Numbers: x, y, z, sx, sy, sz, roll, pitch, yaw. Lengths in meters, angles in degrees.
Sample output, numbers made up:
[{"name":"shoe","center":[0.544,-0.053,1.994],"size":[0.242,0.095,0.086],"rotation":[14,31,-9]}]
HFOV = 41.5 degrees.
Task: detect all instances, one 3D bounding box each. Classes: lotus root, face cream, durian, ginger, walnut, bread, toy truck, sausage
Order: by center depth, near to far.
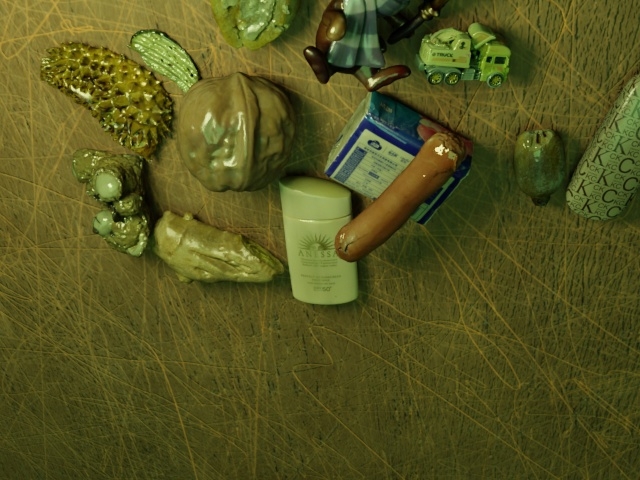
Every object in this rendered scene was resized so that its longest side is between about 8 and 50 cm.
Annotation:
[{"name":"bread","center":[-0.126,-0.506,1.703],"size":[0.185,0.124,0.257],"rotation":[9,127,4]},{"name":"toy truck","center":[0.291,-0.381,1.709],"size":[0.191,0.085,0.116],"rotation":[1,130,-9]},{"name":"sausage","center":[0.160,-0.079,1.811],"size":[0.419,0.094,0.094],"rotation":[-45,72,39]},{"name":"walnut","center":[-0.184,-0.235,1.841],"size":[0.273,0.227,0.273],"rotation":[5,120,9]},{"name":"lotus root","center":[0.481,-0.158,1.856],"size":[0.113,0.088,0.192],"rotation":[-7,124,7]},{"name":"durian","center":[-0.476,-0.326,1.902],"size":[0.341,0.112,0.191],"rotation":[40,124,-15]},{"name":"face cream","center":[0.000,0.000,2.059],"size":[0.173,0.081,0.349],"rotation":[2,125,9]},{"name":"ginger","center":[-0.262,0.033,2.104],"size":[0.353,0.126,0.190],"rotation":[11,106,7]}]

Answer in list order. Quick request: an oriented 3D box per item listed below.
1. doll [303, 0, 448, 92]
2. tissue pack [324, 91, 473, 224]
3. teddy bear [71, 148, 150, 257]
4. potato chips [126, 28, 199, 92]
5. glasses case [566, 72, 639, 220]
[{"name":"doll","center":[0.126,-0.451,1.614],"size":[0.209,0.318,0.340],"rotation":[42,121,18]},{"name":"tissue pack","center":[0.171,-0.184,1.870],"size":[0.269,0.137,0.209],"rotation":[25,128,-12]},{"name":"teddy bear","center":[-0.488,-0.086,2.035],"size":[0.156,0.267,0.256],"rotation":[-14,118,-30]},{"name":"potato chips","center":[-0.329,-0.393,1.877],"size":[0.207,0.028,0.092],"rotation":[39,124,-14]},{"name":"glasses case","center":[0.648,-0.193,1.800],"size":[0.137,0.085,0.355],"rotation":[19,126,-4]}]
